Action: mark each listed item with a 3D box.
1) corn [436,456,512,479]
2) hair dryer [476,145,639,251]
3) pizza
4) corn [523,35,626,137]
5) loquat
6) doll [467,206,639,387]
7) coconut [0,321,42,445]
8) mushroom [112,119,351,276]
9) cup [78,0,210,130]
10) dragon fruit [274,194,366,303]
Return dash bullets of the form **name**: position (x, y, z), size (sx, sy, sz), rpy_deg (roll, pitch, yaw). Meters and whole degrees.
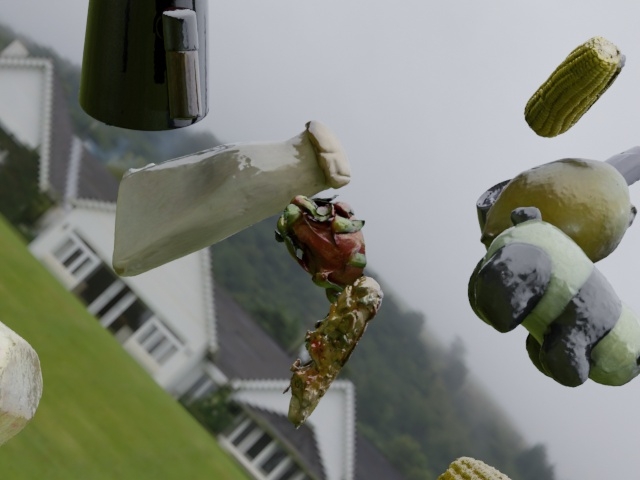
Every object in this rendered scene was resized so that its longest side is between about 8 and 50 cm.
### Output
- **corn**: position (0.315, 0.439, 1.938), size (0.363, 0.120, 0.120), rpy_deg (34, -16, 23)
- **hair dryer**: position (0.415, -0.023, 1.953), size (0.301, 0.361, 0.121), rpy_deg (54, -15, -17)
- **pizza**: position (0.014, 0.135, 1.853), size (0.069, 0.226, 0.147), rpy_deg (31, 22, -1)
- **corn**: position (0.326, -0.197, 1.763), size (0.072, 0.072, 0.203), rpy_deg (44, -28, 5)
- **loquat**: position (0.292, -0.029, 1.689), size (0.152, 0.195, 0.152), rpy_deg (-8, 90, -84)
- **doll**: position (0.267, 0.081, 1.522), size (0.234, 0.135, 0.143), rpy_deg (44, 2, -3)
- **coconut**: position (-0.579, 0.236, 2.157), size (0.259, 0.259, 0.259), rpy_deg (43, -13, 12)
- **mushroom**: position (-0.155, -0.078, 2.187), size (0.137, 0.407, 0.154), rpy_deg (71, -4, -50)
- **cup**: position (-0.186, -0.235, 1.679), size (0.239, 0.166, 0.177), rpy_deg (28, -55, 33)
- **dragon fruit**: position (0.000, 0.000, 1.992), size (0.175, 0.142, 0.138), rpy_deg (29, -33, -29)
